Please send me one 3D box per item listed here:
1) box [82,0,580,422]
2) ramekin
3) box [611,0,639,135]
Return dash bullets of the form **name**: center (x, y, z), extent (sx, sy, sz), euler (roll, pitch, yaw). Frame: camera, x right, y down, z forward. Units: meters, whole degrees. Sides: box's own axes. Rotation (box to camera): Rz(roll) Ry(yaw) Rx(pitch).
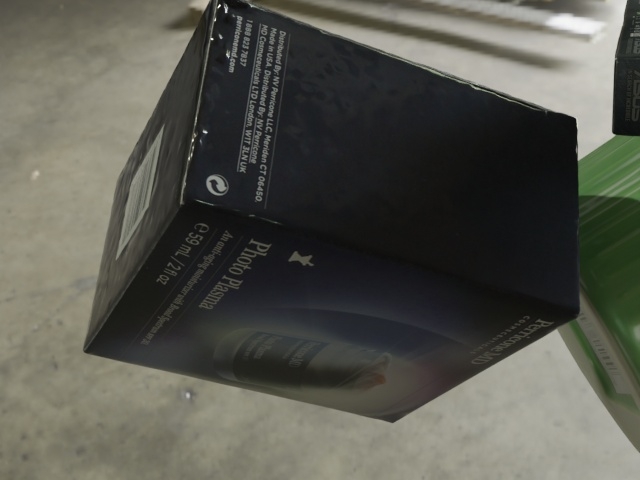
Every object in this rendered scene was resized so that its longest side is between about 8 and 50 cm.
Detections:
- **box**: center (0.000, 0.000, 0.830), extent (0.294, 0.296, 0.183), euler (15, 61, -18)
- **ramekin**: center (0.293, 0.053, 0.913), extent (0.148, 0.303, 0.303), euler (-29, 37, 1)
- **box**: center (0.308, -0.131, 0.754), extent (0.183, 0.059, 0.233), euler (3, 25, 17)
